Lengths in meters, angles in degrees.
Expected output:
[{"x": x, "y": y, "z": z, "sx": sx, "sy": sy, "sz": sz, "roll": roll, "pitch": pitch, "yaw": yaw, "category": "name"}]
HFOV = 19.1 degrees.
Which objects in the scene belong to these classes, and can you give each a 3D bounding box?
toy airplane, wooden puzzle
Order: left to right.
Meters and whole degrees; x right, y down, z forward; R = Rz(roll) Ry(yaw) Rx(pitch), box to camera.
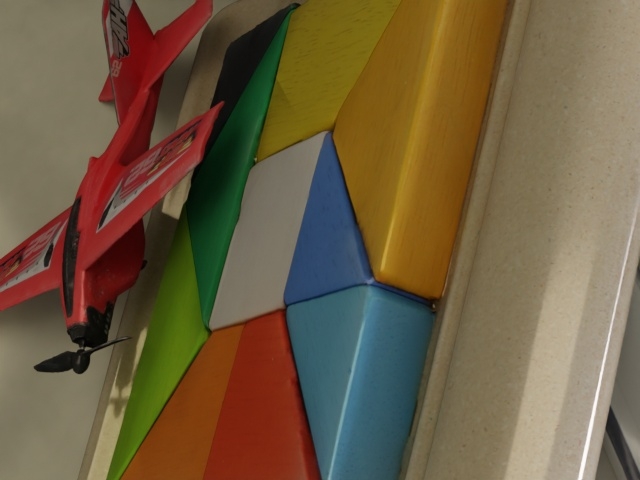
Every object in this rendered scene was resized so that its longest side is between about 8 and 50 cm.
[{"x": -0.068, "y": -0.024, "z": 0.620, "sx": 0.151, "sy": 0.028, "sz": 0.151, "roll": -37, "pitch": 41, "yaw": 41, "category": "toy airplane"}, {"x": 0.000, "y": 0.000, "z": 0.528, "sx": 0.238, "sy": 0.044, "sz": 0.221, "roll": -15, "pitch": 57, "yaw": 59, "category": "wooden puzzle"}]

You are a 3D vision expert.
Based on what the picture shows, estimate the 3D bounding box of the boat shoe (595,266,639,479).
[{"x": 0.074, "y": 0.089, "z": 0.503, "sx": 0.088, "sy": 0.096, "sz": 0.267, "roll": -24, "pitch": 70, "yaw": 7, "category": "boat shoe"}]
